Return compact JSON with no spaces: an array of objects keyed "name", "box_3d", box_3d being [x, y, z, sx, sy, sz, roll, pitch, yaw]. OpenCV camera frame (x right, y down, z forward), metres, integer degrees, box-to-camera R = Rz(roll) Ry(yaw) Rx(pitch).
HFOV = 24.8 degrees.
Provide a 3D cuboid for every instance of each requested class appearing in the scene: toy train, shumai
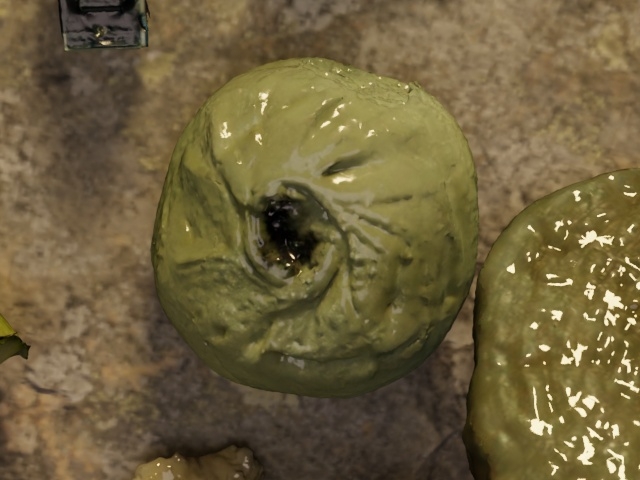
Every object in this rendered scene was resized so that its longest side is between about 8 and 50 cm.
[{"name":"toy train","box_3d":[-0.129,-0.225,0.815,0.052,0.051,0.234,-4,109,-4]},{"name":"shumai","box_3d":[0.230,0.140,0.937,0.309,0.304,0.263,-38,149,-18]}]

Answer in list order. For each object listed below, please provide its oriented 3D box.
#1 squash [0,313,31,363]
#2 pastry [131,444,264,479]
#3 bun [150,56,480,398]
[{"name":"squash","box_3d":[-0.297,0.000,0.855,0.137,0.137,0.287,-30,110,7]},{"name":"pastry","box_3d":[-0.065,0.265,1.010,0.121,0.089,0.258,-16,117,-12]},{"name":"bun","box_3d":[-0.001,0.003,0.890,0.221,0.108,0.221,-2,113,-5]}]
